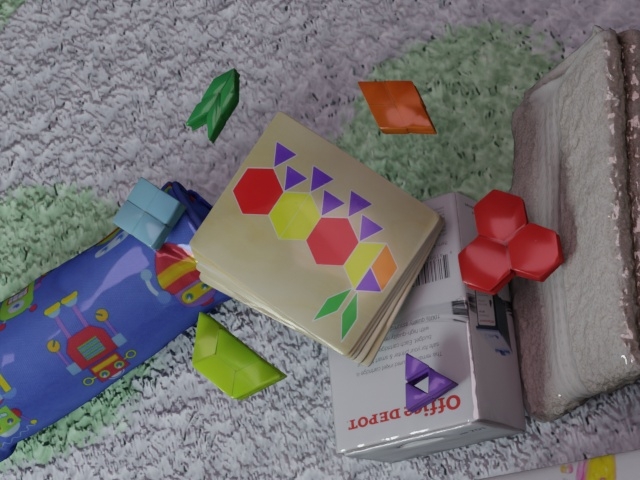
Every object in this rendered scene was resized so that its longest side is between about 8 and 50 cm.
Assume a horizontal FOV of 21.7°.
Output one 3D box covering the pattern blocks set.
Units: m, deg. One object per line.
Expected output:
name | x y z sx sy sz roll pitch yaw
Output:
pattern blocks set | 0.000 0.000 1.332 0.325 0.026 0.285 43 94 22

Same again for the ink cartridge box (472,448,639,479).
ink cartridge box | 0.202 0.233 1.198 0.306 0.226 0.131 -14 71 16

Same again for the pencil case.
pencil case | -0.202 0.066 1.467 0.306 0.119 0.133 -35 30 9

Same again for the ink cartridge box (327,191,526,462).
ink cartridge box | 0.080 0.074 1.359 0.140 0.082 0.190 -18 69 33

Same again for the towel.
towel | 0.201 -0.013 1.305 0.049 0.187 0.282 5 71 -16
